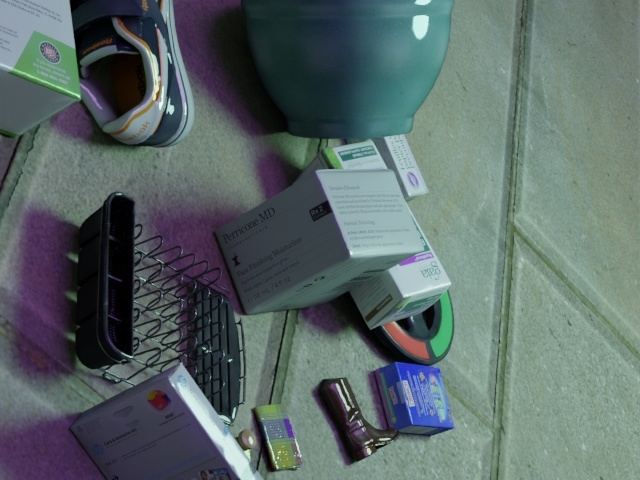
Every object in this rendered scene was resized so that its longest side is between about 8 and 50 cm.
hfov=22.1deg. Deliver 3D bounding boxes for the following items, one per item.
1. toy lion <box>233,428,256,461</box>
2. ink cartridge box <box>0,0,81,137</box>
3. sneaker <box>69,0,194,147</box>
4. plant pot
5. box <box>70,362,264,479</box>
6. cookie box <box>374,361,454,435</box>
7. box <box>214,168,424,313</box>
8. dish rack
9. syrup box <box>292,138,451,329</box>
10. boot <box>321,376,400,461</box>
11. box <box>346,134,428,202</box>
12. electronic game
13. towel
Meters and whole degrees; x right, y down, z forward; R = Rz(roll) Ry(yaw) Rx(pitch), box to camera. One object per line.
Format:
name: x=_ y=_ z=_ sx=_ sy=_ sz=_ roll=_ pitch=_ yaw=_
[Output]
toy lion: x=-0.108 y=0.259 z=1.871 sx=0.096 sy=0.034 sz=0.100 roll=-7 pitch=73 yaw=-50
ink cartridge box: x=-0.380 y=-0.275 z=1.782 sx=0.198 sy=0.115 sz=0.273 roll=20 pitch=52 yaw=-49
sneaker: x=-0.247 y=-0.267 z=1.960 sx=0.127 sy=0.126 sz=0.321 roll=-4 pitch=72 yaw=-62
plant pot: x=0.038 y=-0.242 z=2.252 sx=0.293 sy=0.293 sz=0.196 roll=-17 pitch=109 yaw=-58
box: x=-0.152 y=0.235 z=1.712 sx=0.186 sy=0.145 sz=0.038 roll=55 pitch=30 yaw=-12
cookie box: x=0.128 y=0.216 z=2.234 sx=0.107 sy=0.040 sz=0.092 roll=14 pitch=57 yaw=-52
box: x=0.000 y=0.000 z=2.070 sx=0.182 sy=0.181 sz=0.119 roll=-4 pitch=68 yaw=-55
dish rack: x=-0.168 y=0.090 z=1.864 sx=0.271 sy=0.074 sz=0.208 roll=32 pitch=44 yaw=-41
syrup box: x=0.068 y=-0.009 z=2.205 sx=0.093 sy=0.096 sz=0.237 roll=-14 pitch=68 yaw=-39
boot: x=0.050 y=0.220 z=2.127 sx=0.114 sy=0.037 sz=0.106 roll=61 pitch=29 yaw=5
box: x=0.058 y=-0.202 z=2.417 sx=0.063 sy=0.067 sz=0.324 roll=-13 pitch=78 yaw=-58
electronic game: x=0.115 y=0.069 z=2.316 sx=0.229 sy=0.048 sz=0.229 roll=35 pitch=41 yaw=-38
towel: x=-0.051 y=0.239 z=1.986 sx=0.060 sy=0.009 sz=0.083 roll=2 pitch=65 yaw=-54
